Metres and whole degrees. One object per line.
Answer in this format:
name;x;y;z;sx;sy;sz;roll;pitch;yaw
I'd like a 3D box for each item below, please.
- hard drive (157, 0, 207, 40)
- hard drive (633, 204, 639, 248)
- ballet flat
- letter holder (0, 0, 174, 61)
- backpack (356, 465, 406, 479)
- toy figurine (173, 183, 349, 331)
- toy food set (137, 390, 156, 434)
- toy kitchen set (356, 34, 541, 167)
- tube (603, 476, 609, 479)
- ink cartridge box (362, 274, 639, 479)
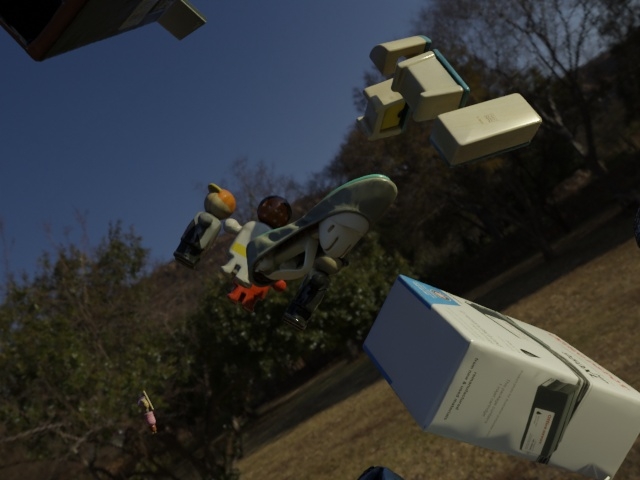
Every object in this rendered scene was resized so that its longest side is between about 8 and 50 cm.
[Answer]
hard drive;-0.340;-0.524;1.481;0.094;0.022;0.135;-19;-38;34
hard drive;0.440;-0.127;0.554;0.064;0.237;0.339;-49;-32;-60
ballet flat;0.000;0.000;0.736;0.213;0.068;0.072;-26;-41;32
letter holder;-0.276;-0.357;0.728;0.152;0.214;0.302;-38;14;25
backpack;0.073;0.525;0.977;0.355;0.273;0.290;-81;15;-46
toy figurine;-0.088;0.017;0.977;0.213;0.209;0.148;11;65;48
toy food set;-0.385;0.392;1.444;0.019;0.078;0.122;-20;-42;-27
toy kitchen set;0.156;-0.156;0.859;0.122;0.207;0.166;-18;-30;-19
tube;0.182;0.304;0.543;0.070;0.062;0.240;-69;-12;-65
ink cartridge box;0.314;0.235;1.134;0.166;0.395;0.285;-65;22;10
